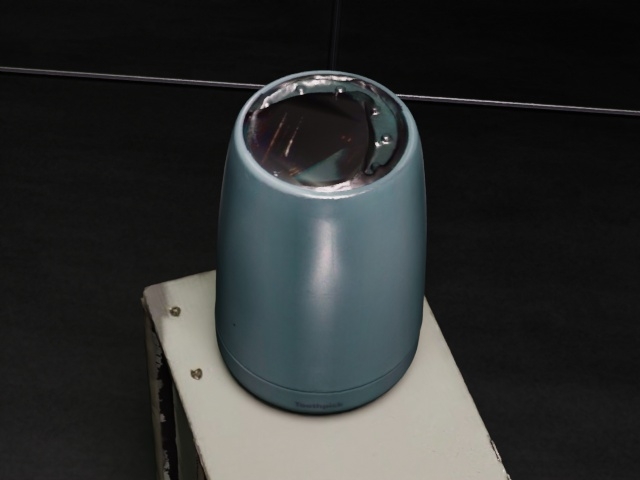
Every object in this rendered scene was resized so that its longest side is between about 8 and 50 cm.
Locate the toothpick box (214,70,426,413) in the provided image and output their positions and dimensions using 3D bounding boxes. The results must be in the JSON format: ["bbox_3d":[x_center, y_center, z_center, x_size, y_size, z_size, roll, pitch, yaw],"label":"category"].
[{"bbox_3d":[0.000,0.000,0.881,0.120,0.184,0.120,1,50,-1],"label":"toothpick box"}]

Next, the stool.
[{"bbox_3d":[0.004,0.178,1.012,0.170,0.243,0.269,-13,51,-13],"label":"stool"}]
